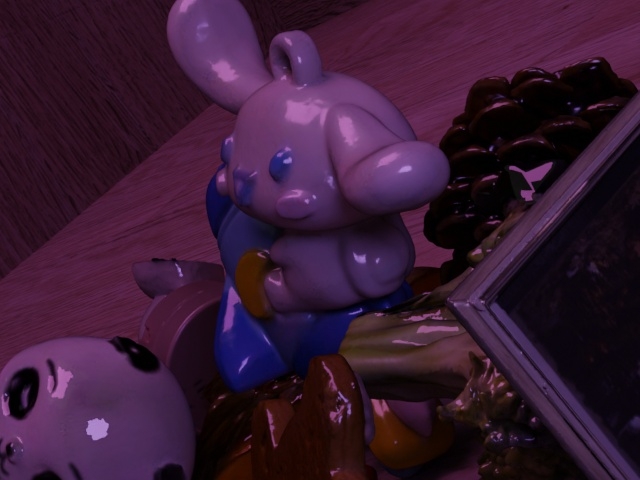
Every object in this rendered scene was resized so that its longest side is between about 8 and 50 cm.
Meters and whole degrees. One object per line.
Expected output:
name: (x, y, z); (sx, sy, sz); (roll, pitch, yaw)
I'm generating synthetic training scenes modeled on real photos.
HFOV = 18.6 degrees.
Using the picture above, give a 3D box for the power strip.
power strip: (-0.104, 0.120, 1.985); (0.154, 0.154, 0.078); (-38, 26, -19)

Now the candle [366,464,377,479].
candle: (-0.090, 0.268, 1.645); (0.329, 0.048, 0.051); (-28, 40, 23)

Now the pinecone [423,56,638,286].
pinecone: (0.198, -0.011, 1.594); (0.243, 0.243, 0.257); (-8, 69, 63)

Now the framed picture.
framed picture: (0.231, 0.043, 1.267); (0.296, 0.232, 0.019); (-45, 7, -39)

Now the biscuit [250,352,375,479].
biscuit: (-0.013, 0.203, 1.428); (0.049, 0.197, 0.301); (3, -27, -18)

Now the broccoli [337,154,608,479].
broccoli: (0.133, 0.065, 1.380); (0.243, 0.247, 0.263); (-6, 5, 27)

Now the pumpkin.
pumpkin: (0.002, 0.128, 1.832); (0.258, 0.095, 0.290); (-26, 18, 16)

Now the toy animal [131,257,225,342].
toy animal: (-0.145, 0.129, 2.056); (0.131, 0.221, 0.104); (1, -13, 10)

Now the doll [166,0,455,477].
doll: (-0.009, 0.002, 1.602); (0.187, 0.365, 0.376); (-11, 30, -5)

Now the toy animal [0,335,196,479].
toy animal: (-0.228, 0.204, 1.777); (0.212, 0.212, 0.267); (-40, -11, -27)
